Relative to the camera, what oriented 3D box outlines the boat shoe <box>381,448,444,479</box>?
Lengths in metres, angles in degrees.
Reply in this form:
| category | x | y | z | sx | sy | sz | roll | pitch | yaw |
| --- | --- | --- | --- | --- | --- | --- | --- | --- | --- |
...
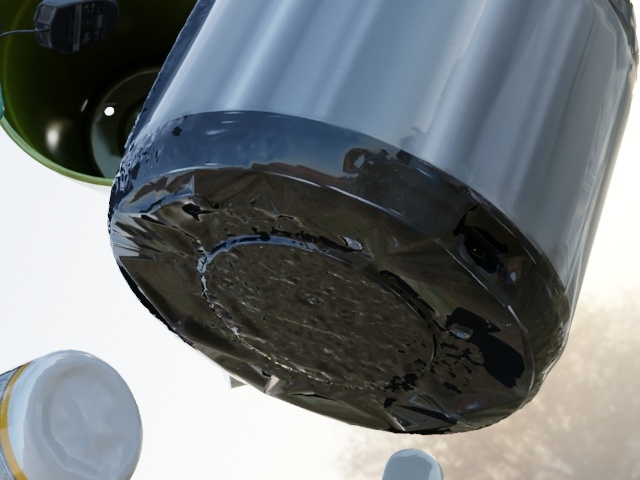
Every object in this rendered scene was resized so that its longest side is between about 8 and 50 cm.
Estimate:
| category | x | y | z | sx | sy | sz | roll | pitch | yaw |
| --- | --- | --- | --- | --- | --- | --- | --- | --- | --- |
| boat shoe | 0.062 | 0.291 | 1.078 | 0.219 | 0.077 | 0.070 | -58 | -16 | -48 |

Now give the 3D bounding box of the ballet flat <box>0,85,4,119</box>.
| category | x | y | z | sx | sy | sz | roll | pitch | yaw |
| --- | --- | --- | --- | --- | --- | --- | --- | --- | --- |
| ballet flat | -0.387 | -0.075 | 1.154 | 0.247 | 0.083 | 0.087 | -59 | -27 | -31 |

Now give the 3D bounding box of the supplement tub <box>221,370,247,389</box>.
| category | x | y | z | sx | sy | sz | roll | pitch | yaw |
| --- | --- | --- | --- | --- | --- | --- | --- | --- | --- |
| supplement tub | 0.023 | 0.038 | 1.395 | 0.324 | 0.235 | 0.235 | -15 | -23 | -10 |

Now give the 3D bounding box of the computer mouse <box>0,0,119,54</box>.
| category | x | y | z | sx | sy | sz | roll | pitch | yaw |
| --- | --- | --- | --- | --- | --- | --- | --- | --- | --- |
| computer mouse | -0.332 | -0.241 | 1.334 | 0.242 | 0.041 | 0.071 | -21 | -41 | -41 |

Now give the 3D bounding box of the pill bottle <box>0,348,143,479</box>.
| category | x | y | z | sx | sy | sz | roll | pitch | yaw |
| --- | --- | --- | --- | --- | --- | --- | --- | --- | --- |
| pill bottle | -0.331 | 0.224 | 1.250 | 0.278 | 0.162 | 0.162 | -24 | -1 | 37 |

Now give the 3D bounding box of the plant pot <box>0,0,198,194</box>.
| category | x | y | z | sx | sy | sz | roll | pitch | yaw |
| --- | --- | --- | --- | --- | --- | --- | --- | --- | --- |
| plant pot | -0.237 | -0.198 | 1.603 | 0.366 | 0.366 | 0.353 | -42 | -10 | -10 |

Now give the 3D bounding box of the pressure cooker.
| category | x | y | z | sx | sy | sz | roll | pitch | yaw |
| --- | --- | --- | --- | --- | --- | --- | --- | --- | --- |
| pressure cooker | 0.066 | -0.097 | 0.971 | 0.370 | 0.375 | 0.420 | -33 | 28 | 55 |
